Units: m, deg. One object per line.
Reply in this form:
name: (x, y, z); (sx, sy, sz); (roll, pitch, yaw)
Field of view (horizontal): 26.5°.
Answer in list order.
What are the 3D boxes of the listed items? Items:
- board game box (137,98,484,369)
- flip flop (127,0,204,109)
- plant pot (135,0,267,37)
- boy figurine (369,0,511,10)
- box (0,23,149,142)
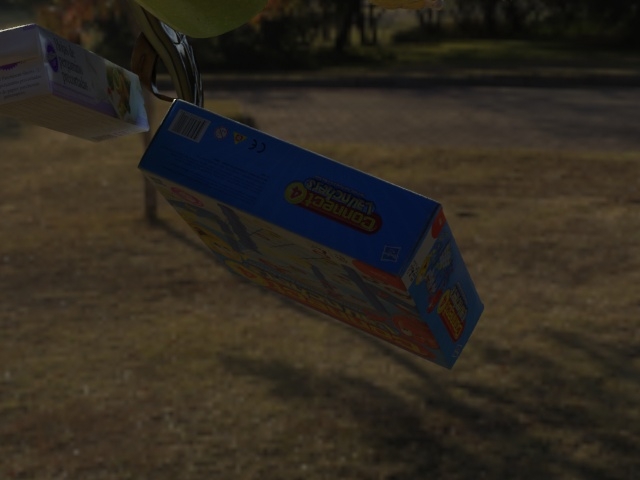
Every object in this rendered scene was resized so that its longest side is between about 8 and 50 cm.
board game box: (0.000, 0.000, 1.440); (0.308, 0.086, 0.302); (23, -14, 23)
flip flop: (-0.233, -0.266, 1.874); (0.080, 0.277, 0.112); (-22, 21, 11)
plant pot: (-0.158, -0.348, 1.373); (0.276, 0.276, 0.254); (12, -21, 39)
boy figurine: (0.100, -0.339, 1.652); (0.285, 0.092, 0.177); (7, -24, 28)
box: (-0.235, -0.140, 1.268); (0.067, 0.063, 0.324); (-13, -2, 8)
